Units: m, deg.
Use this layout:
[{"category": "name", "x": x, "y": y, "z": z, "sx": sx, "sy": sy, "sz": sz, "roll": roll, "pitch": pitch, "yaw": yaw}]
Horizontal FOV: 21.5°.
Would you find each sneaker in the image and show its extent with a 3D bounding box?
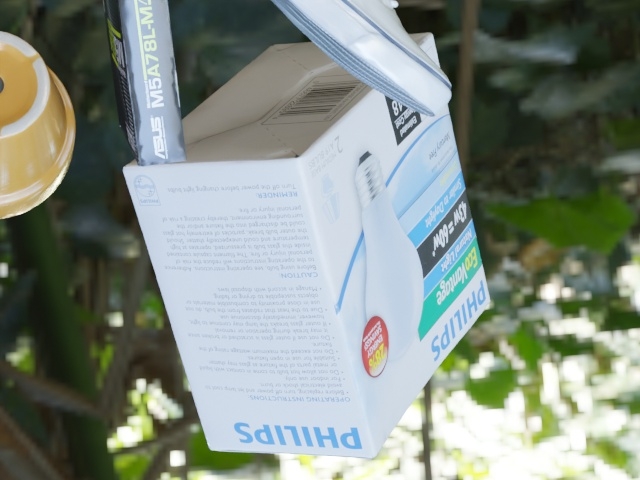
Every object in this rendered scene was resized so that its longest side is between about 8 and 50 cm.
[{"category": "sneaker", "x": 0.014, "y": -0.200, "z": 1.277, "sx": 0.258, "sy": 0.091, "sz": 0.094, "roll": 41, "pitch": 175, "yaw": -15}]

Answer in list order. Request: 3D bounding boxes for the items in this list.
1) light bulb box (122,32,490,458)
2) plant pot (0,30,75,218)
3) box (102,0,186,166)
[{"category": "light bulb box", "x": 0.000, "y": 0.000, "z": 1.907, "sx": 0.225, "sy": 0.361, "sz": 0.358, "roll": 0, "pitch": -152, "yaw": 30}, {"category": "plant pot", "x": -0.377, "y": -0.146, "z": 1.924, "sx": 0.205, "sy": 0.205, "sz": 0.188, "roll": 0, "pitch": 165, "yaw": -13}, {"category": "box", "x": -0.147, "y": -0.166, "z": 1.348, "sx": 0.045, "sy": 0.184, "sz": 0.191, "roll": -6, "pitch": -165, "yaw": -10}]
